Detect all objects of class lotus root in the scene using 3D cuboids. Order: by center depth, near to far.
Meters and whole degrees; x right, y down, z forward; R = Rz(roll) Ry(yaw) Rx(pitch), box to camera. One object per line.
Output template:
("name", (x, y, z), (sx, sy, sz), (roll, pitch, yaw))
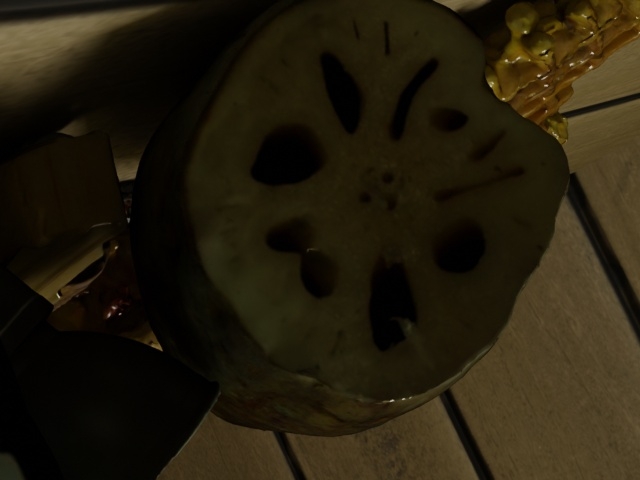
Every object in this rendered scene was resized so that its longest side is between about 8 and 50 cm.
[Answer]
("lotus root", (0.000, 0.000, 0.956), (0.250, 0.250, 0.346), (-24, 172, -10))

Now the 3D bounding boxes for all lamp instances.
("lamp", (-0.185, 0.062, 0.823), (0.147, 0.227, 0.172), (-50, -177, -13))

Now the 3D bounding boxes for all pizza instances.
("pizza", (-0.206, 0.057, 1.148), (0.305, 0.161, 0.085), (-26, 144, -10))

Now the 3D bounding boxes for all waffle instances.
("waffle", (0.147, -0.114, 1.220), (0.260, 0.069, 0.293), (-26, 162, -36))

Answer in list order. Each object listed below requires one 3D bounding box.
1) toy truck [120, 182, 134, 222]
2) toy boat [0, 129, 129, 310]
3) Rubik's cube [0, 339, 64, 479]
("toy truck", (-0.134, -0.029, 1.157), (0.024, 0.032, 0.083), (-34, 167, 32))
("toy boat", (-0.207, 0.017, 0.979), (0.115, 0.089, 0.310), (-3, 159, -44))
("Rubik's cube", (-0.293, 0.112, 0.587), (0.283, 0.293, 0.288), (-28, 175, 39))
